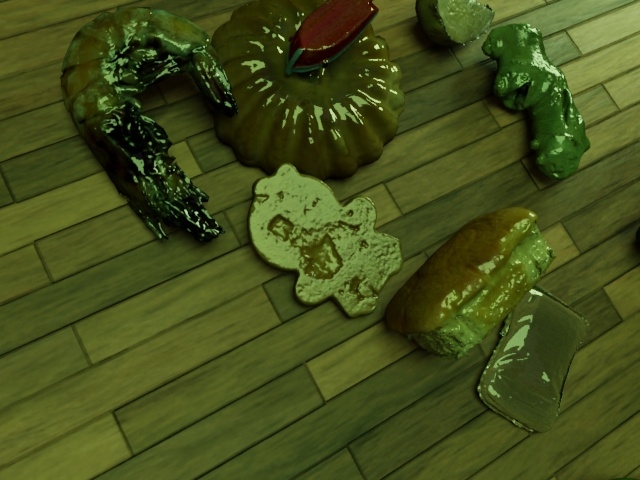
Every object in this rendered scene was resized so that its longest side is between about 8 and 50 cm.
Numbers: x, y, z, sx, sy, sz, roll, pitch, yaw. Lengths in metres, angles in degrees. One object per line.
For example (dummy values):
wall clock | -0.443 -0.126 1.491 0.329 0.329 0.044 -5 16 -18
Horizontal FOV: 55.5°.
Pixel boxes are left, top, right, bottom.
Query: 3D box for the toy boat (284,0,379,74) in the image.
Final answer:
toy boat | 0.013 -0.300 0.880 0.069 0.059 0.173 44 74 2

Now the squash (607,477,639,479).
squash | 0.320 0.409 0.797 0.395 0.107 0.107 -22 78 -18

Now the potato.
potato | 0.219 -0.383 1.063 0.172 0.089 0.100 5 90 -45

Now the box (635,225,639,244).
box | 0.682 0.004 0.986 0.220 0.166 0.290 -41 85 -22

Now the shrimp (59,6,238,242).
shrimp | -0.216 -0.173 0.852 0.233 0.071 0.365 -36 82 -2

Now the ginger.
ginger | 0.366 -0.240 1.039 0.137 0.089 0.290 -20 82 -37

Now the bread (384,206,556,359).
bread | 0.206 0.060 0.850 0.245 0.174 0.121 -40 89 -14

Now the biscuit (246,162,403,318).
biscuit | -0.001 0.000 0.877 0.249 0.035 0.184 33 80 -8

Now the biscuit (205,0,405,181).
biscuit | -0.020 -0.246 0.939 0.326 0.107 0.325 3 75 -12

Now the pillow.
pillow | 0.321 0.174 0.915 0.135 0.034 0.211 33 69 -5
